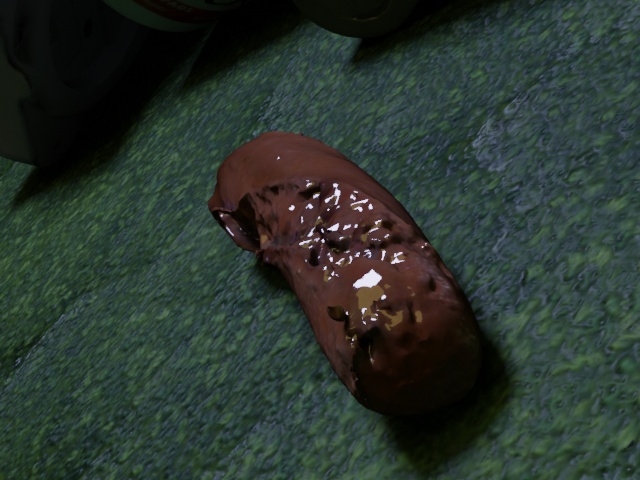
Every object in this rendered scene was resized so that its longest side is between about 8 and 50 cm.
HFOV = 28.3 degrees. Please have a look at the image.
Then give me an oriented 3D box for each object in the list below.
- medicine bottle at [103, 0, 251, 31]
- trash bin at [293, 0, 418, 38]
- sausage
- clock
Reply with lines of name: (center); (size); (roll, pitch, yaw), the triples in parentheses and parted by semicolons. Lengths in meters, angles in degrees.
medicine bottle: (-0.098, -0.347, 1.165); (0.241, 0.252, 0.252); (-23, 33, 42)
trash bin: (0.073, -0.304, 0.936); (0.243, 0.121, 0.247); (123, 170, -54)
sausage: (0.001, -0.002, 0.699); (0.087, 0.079, 0.326); (-69, 22, 11)
clock: (-0.266, -0.268, 1.312); (0.113, 0.295, 0.322); (16, 51, 17)
